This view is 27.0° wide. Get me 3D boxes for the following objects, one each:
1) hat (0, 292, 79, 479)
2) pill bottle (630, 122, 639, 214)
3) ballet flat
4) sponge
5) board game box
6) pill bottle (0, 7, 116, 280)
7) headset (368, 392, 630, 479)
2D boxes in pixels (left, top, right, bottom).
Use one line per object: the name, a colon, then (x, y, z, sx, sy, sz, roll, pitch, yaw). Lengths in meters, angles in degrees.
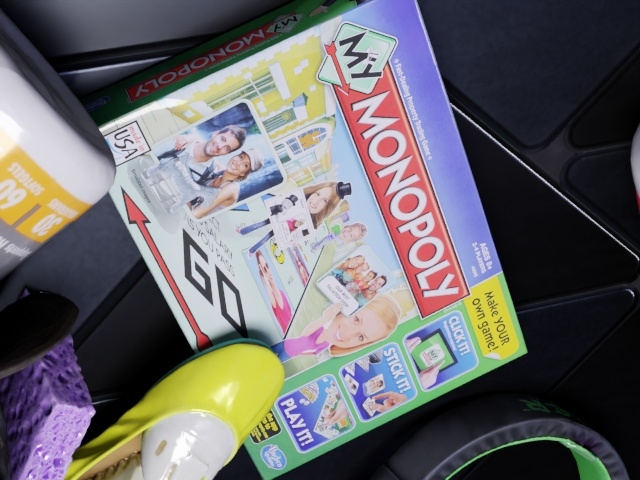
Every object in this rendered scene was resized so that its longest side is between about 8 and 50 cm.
hat: (-0.233, 0.155, 0.704, 0.331, 0.331, 0.134, -30, 97, 0)
pill bottle: (0.330, 0.044, 0.948, 0.176, 0.176, 0.318, -24, 127, -5)
ballet flat: (-0.114, 0.150, 0.873, 0.231, 0.077, 0.077, -33, 124, 21)
sponge: (-0.203, 0.148, 0.847, 0.031, 0.117, 0.210, 14, 116, -31)
board game box: (0.000, 0.000, 0.874, 0.213, 0.046, 0.317, -26, 127, -3)
pill bottle: (-0.257, -0.007, 0.688, 0.278, 0.162, 0.162, -40, 127, 2)
headset: (0.101, 0.310, 1.030, 0.243, 0.185, 0.394, 33, 95, -34)
